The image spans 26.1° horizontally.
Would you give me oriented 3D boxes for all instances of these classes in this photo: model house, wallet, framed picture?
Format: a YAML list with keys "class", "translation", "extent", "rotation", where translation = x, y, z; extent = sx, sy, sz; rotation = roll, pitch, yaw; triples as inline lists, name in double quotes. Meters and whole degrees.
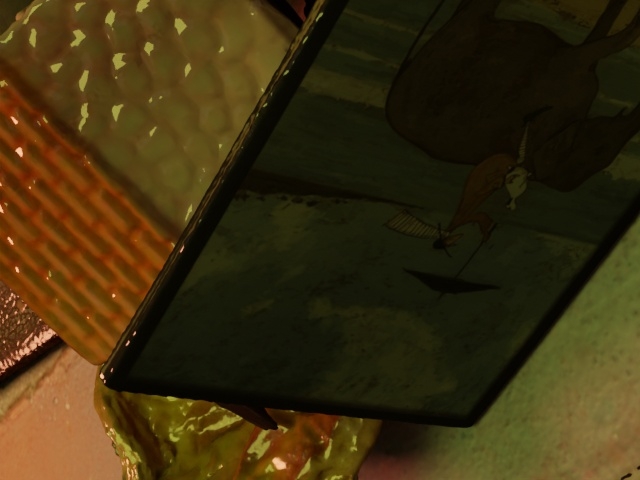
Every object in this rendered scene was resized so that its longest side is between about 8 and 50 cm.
- class: "model house"
  translation: [-0.125, -0.084, 0.858]
  extent: [0.237, 0.202, 0.237]
  rotation: [-45, 12, 8]
- class: "wallet"
  translation: [-0.259, 0.041, 1.225]
  extent: [0.243, 0.039, 0.133]
  rotation: [-32, 70, 39]
- class: "framed picture"
  translation: [0.069, -0.030, 0.725]
  extent: [0.347, 0.265, 0.016]
  rotation: [-56, 41, 28]

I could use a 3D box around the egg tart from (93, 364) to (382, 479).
- class: "egg tart"
  translation: [-0.046, 0.097, 0.935]
  extent: [0.241, 0.106, 0.241]
  rotation: [-11, 67, 28]

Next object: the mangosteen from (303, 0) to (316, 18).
- class: "mangosteen"
  translation: [0.065, -0.182, 0.805]
  extent: [0.184, 0.172, 0.172]
  rotation: [-37, 64, 38]

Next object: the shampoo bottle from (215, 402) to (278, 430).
- class: "shampoo bottle"
  translation: [0.001, 0.001, 0.852]
  extent: [0.068, 0.067, 0.236]
  rotation: [28, 70, 11]

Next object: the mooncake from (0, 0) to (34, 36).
- class: "mooncake"
  translation: [-0.146, -0.176, 1.016]
  extent: [0.104, 0.175, 0.168]
  rotation: [23, 143, 46]
